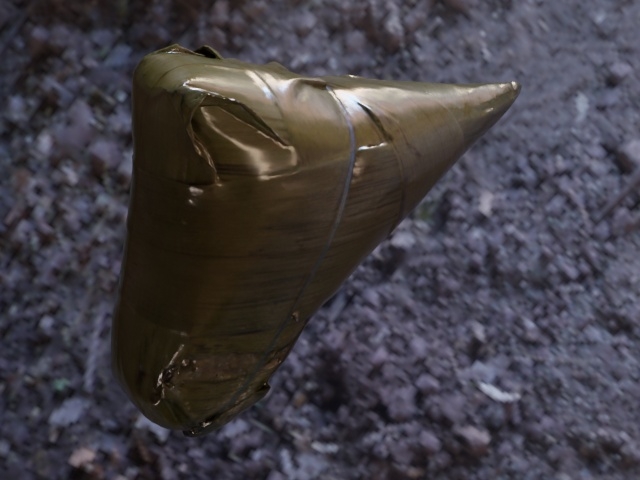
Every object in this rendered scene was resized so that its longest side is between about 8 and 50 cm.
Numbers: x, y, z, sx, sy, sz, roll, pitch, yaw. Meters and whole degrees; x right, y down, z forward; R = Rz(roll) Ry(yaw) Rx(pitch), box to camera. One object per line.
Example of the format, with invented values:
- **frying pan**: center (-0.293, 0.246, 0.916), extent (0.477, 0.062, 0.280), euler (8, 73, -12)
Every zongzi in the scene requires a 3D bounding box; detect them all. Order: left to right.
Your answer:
- **zongzi**: center (0.000, 0.000, 1.256), extent (0.160, 0.360, 0.323), euler (43, 130, 47)
